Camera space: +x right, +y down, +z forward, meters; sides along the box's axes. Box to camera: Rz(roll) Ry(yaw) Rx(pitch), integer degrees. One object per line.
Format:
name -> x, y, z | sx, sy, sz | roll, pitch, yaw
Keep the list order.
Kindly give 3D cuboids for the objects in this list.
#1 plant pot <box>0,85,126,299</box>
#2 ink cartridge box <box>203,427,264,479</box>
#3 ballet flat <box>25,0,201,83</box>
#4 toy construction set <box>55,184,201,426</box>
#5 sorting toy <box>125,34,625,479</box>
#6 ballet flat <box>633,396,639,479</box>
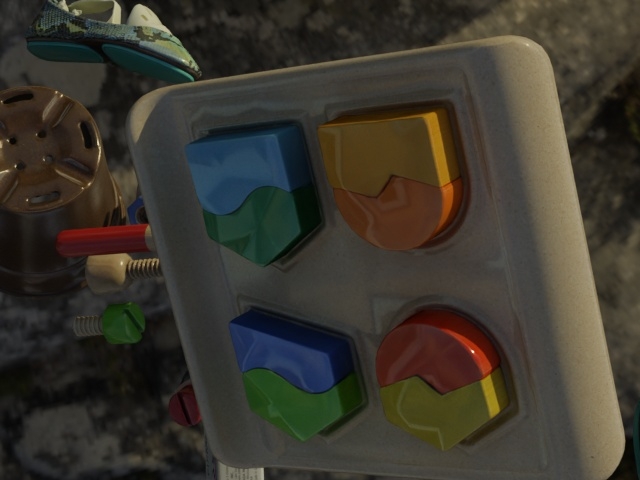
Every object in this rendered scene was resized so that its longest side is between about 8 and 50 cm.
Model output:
plant pot -> -0.263, -0.050, 1.309 | 0.167, 0.167, 0.165 | -12, 161, -12
ink cartridge box -> -0.114, 0.174, 1.710 | 0.060, 0.239, 0.275 | -2, 92, -12
ballet flat -> -0.185, -0.189, 1.294 | 0.188, 0.070, 0.070 | 13, 131, 23
toy construction set -> -0.057, 0.036, 1.290 | 0.237, 0.257, 0.309 | -5, 168, 24
sorting toy -> 0.015, 0.018, 0.619 | 0.208, 0.038, 0.193 | -5, 106, 33
ballet flat -> 0.217, 0.156, 0.784 | 0.086, 0.248, 0.086 | 9, 130, 11
